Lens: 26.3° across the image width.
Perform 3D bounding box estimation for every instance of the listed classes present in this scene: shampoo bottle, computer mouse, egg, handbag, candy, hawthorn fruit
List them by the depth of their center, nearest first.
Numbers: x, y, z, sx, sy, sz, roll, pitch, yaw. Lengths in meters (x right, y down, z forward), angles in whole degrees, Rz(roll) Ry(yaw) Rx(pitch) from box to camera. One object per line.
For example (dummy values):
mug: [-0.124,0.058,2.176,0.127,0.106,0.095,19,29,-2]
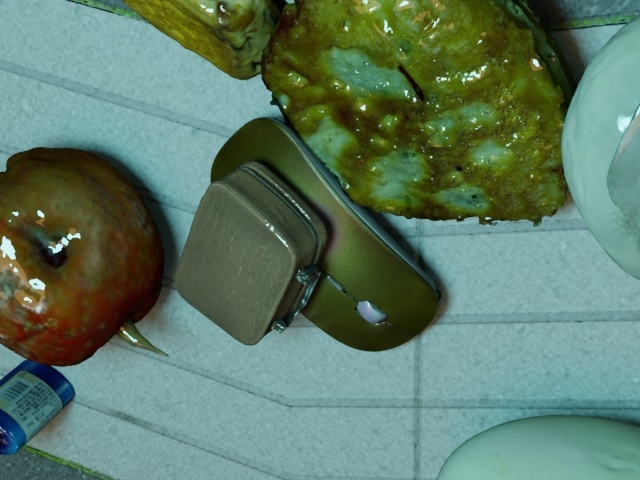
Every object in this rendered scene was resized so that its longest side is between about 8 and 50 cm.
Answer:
candy: [0.359,-0.100,1.293,0.295,0.185,0.296,-6,122,-10]
egg: [0.282,0.327,1.459,0.345,0.283,0.283,22,119,21]
handbag: [-0.075,0.020,1.517,0.151,0.072,0.193,38,133,16]
computer mouse: [0.000,0.000,1.551,0.310,0.072,0.158,48,130,-3]
hawthorn fruit: [-0.316,0.021,1.607,0.258,0.258,0.262,-7,127,25]
shampoo bottle: [-0.394,0.219,1.752,0.087,0.183,0.050,32,119,6]

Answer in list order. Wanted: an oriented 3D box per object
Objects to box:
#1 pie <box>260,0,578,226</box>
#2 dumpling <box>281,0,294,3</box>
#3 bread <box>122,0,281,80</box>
pie: [0.106,-0.147,1.387,0.288,0.103,0.355,-19,125,36]
dumpling: [0.009,-0.282,1.412,0.215,0.126,0.166,-3,139,9]
bread: [-0.142,-0.280,1.432,0.235,0.210,0.099,36,83,11]
